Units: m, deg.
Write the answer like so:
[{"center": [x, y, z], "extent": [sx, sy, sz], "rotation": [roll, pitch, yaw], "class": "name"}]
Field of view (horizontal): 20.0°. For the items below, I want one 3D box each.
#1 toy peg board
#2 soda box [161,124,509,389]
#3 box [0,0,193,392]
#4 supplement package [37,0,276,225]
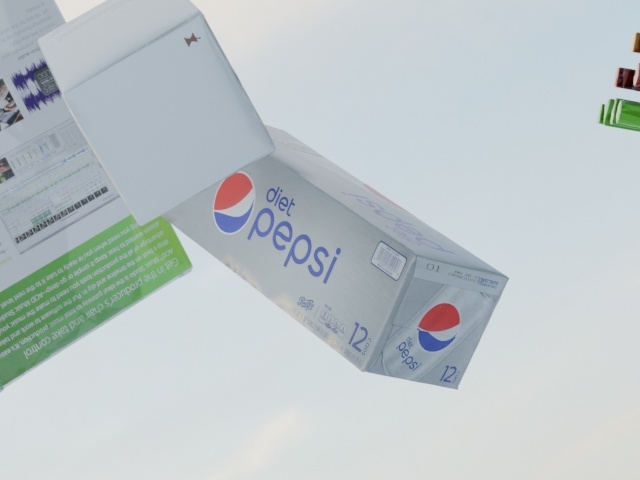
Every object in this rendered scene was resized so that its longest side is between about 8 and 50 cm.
[{"center": [0.299, -0.156, 1.581], "extent": [0.079, 0.161, 0.161], "rotation": [10, 3, -1], "class": "toy peg board"}, {"center": [0.000, 0.000, 1.305], "extent": [0.098, 0.286, 0.091], "rotation": [14, -75, -41], "class": "soda box"}, {"center": [-0.274, -0.059, 1.519], "extent": [0.232, 0.322, 0.058], "rotation": [-33, 10, -34], "class": "box"}, {"center": [-0.114, -0.100, 1.212], "extent": [0.105, 0.105, 0.179], "rotation": [-30, 21, -4], "class": "supplement package"}]
